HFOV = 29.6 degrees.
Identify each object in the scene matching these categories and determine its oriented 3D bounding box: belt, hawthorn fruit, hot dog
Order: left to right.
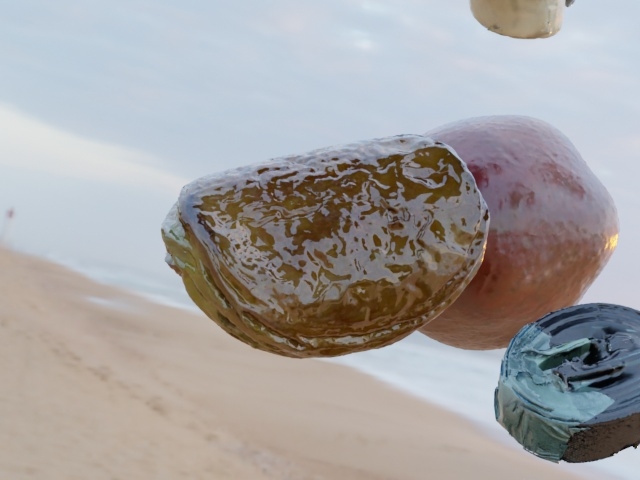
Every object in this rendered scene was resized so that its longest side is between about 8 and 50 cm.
[{"bbox_3d":[0.000,0.000,1.021,0.272,0.196,0.122,-18,-29,-23],"label":"hot dog"},{"bbox_3d":[0.189,-0.015,1.410,0.295,0.295,0.311,10,-11,34],"label":"hawthorn fruit"},{"bbox_3d":[0.186,0.096,0.843,0.140,0.058,0.105,-19,49,-18],"label":"belt"}]

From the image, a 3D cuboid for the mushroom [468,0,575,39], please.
[{"bbox_3d":[0.116,-0.222,0.725,0.246,0.202,0.246,-9,31,6],"label":"mushroom"}]
